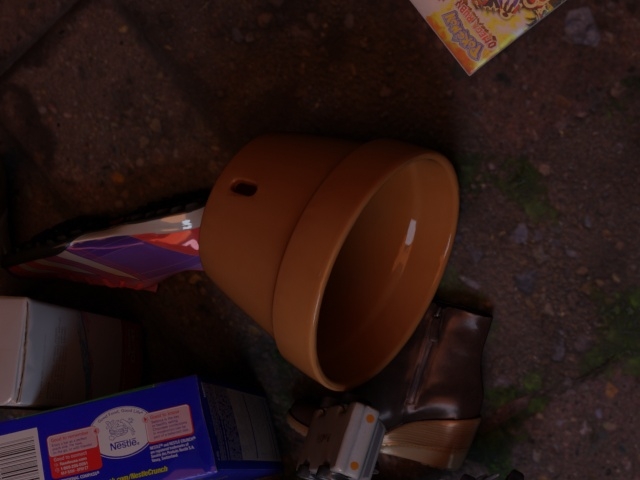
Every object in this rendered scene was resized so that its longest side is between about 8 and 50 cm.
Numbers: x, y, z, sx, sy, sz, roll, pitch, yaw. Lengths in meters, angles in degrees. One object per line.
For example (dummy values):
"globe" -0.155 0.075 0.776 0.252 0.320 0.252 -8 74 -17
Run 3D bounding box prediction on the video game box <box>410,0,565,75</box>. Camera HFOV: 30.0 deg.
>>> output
"video game box" 0.178 -0.320 1.328 0.187 0.048 0.205 -38 93 26

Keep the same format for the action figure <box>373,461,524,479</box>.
"action figure" 0.118 0.333 1.484 0.185 0.099 0.285 20 157 -30

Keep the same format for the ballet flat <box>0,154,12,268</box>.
"ballet flat" -0.499 0.016 1.611 0.342 0.116 0.124 -39 113 24

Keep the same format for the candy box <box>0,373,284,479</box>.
"candy box" -0.214 0.255 1.452 0.268 0.317 0.122 -14 76 8

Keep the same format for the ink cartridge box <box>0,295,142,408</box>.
"ink cartridge box" -0.387 0.147 1.493 0.226 0.306 0.131 1 79 16

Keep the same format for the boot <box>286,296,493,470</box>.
"boot" 0.087 0.166 1.503 0.249 0.090 0.206 10 96 16

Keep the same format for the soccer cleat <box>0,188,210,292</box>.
"soccer cleat" -0.266 0.024 1.539 0.318 0.108 0.116 -12 107 17

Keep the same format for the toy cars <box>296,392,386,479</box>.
"toy cars" -0.004 0.315 1.428 0.087 0.176 0.393 22 124 -10

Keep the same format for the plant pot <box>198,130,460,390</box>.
"plant pot" 0.000 0.000 1.372 0.203 0.291 0.290 25 113 29
